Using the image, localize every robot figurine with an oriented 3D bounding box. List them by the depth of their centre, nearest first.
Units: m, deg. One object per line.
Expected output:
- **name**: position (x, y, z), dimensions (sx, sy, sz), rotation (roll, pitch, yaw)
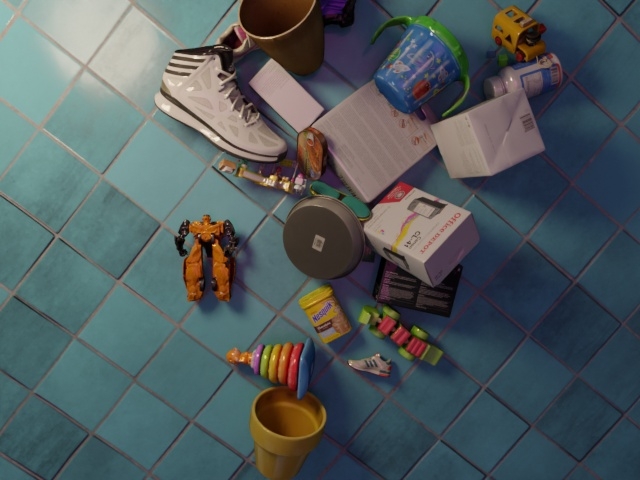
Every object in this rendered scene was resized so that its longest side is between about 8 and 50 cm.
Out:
- **robot figurine**: position (-0.374, 0.057, 1.719), dimensions (0.210, 0.085, 0.291), rotation (0, 99, -4)

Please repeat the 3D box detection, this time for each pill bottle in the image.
- **pill bottle**: position (0.651, -0.516, 1.676), dimensions (0.221, 0.124, 0.124), rotation (-18, 99, 0)

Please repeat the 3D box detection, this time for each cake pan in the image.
- **cake pan**: position (0.000, 0.000, 1.678), dimensions (0.293, 0.054, 0.294), rotation (9, 112, 23)

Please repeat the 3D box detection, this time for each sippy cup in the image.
- **sippy cup**: position (0.294, -0.523, 1.595), dimensions (0.224, 0.240, 0.305), rotation (-44, 54, 1)

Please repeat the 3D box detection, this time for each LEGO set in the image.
- **LEGO set**: position (-0.177, -0.234, 1.675), dimensions (0.286, 0.132, 0.107), rotation (16, 88, 1)

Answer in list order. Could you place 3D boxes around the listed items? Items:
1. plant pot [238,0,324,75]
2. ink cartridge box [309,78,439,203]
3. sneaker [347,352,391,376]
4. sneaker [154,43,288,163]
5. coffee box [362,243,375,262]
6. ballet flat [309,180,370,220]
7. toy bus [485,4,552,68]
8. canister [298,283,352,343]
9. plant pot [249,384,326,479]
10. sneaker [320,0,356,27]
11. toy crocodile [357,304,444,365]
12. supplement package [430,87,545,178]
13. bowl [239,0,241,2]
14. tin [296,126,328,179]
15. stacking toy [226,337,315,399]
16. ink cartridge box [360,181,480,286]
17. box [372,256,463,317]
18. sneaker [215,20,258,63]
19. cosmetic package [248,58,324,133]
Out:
- **plant pot**: position (-0.084, -0.618, 1.541), dimensions (0.236, 0.254, 0.237), rotation (-6, 70, 16)
- **ink cartridge box**: position (0.190, -0.353, 1.712), dimensions (0.385, 0.091, 0.308), rotation (-40, 98, -14)
- **sneaker**: position (0.176, 0.429, 1.827), dimensions (0.161, 0.057, 0.076), rotation (16, 80, -4)
- **sneaker**: position (-0.272, -0.426, 1.568), dimensions (0.447, 0.169, 0.258), rotation (28, 125, -5)
- **coffee box**: position (0.100, 0.009, 1.761), dimensions (0.184, 0.040, 0.113), rotation (6, 97, -4)
- **ballet flat**: position (0.062, -0.118, 1.696), dimensions (0.230, 0.077, 0.077), rotation (31, 56, 18)
- **toy bus**: position (0.634, -0.649, 1.623), dimensions (0.202, 0.104, 0.191), rotation (8, 62, 16)
- **canister**: position (0.020, 0.254, 1.777), dimensions (0.126, 0.073, 0.170), rotation (-29, 100, 1)
- **plant pot**: position (-0.123, 0.666, 1.753), dimensions (0.253, 0.254, 0.239), rotation (10, 112, -5)
- **sneaker**: position (0.073, -0.751, 1.624), dimensions (0.293, 0.102, 0.146), rotation (-37, 99, 10)
- **toy crocodile**: position (0.278, 0.327, 1.785), dimensions (0.340, 0.105, 0.115), rotation (36, 95, -8)
- **supplement package**: position (0.511, -0.324, 1.613), dimensions (0.197, 0.262, 0.199), rotation (-25, 99, -9)
- **bowl**: position (-0.188, -0.758, 1.593), dimensions (0.170, 0.170, 0.080), rotation (-16, 129, -1)
- **tin**: position (-0.028, -0.278, 1.655), dimensions (0.106, 0.190, 0.040), rotation (30, 54, 19)
- **stacking toy**: position (-0.175, 0.415, 1.763), dimensions (0.301, 0.166, 0.175), rotation (6, 110, 7)
- **ink cartridge box**: position (0.299, -0.029, 1.610), dimensions (0.226, 0.306, 0.131), rotation (-45, 131, -13)
- **box**: position (0.328, 0.138, 1.763), dimensions (0.261, 0.103, 0.185), rotation (13, 99, -5)
- **sneaker**: position (-0.222, -0.640, 1.613), dimensions (0.252, 0.111, 0.103), rotation (-36, 99, 2)
- **cosmetic package**: position (-0.109, -0.459, 1.661), dimensions (0.117, 0.085, 0.231), rotation (-45, 100, 4)
